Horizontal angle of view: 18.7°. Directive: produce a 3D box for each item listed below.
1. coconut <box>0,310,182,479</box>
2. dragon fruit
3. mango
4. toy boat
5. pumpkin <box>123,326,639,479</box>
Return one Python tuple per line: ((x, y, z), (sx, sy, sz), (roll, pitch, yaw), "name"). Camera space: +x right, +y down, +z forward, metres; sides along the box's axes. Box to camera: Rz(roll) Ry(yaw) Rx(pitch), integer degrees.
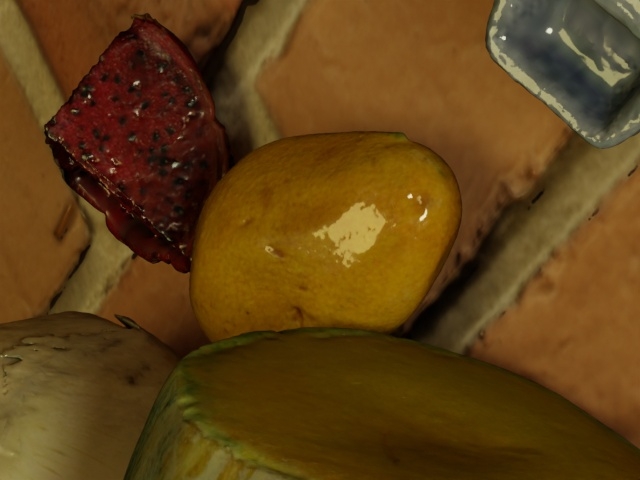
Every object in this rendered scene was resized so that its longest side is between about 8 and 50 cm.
((-0.192, 0.213, 1.303), (0.352, 0.352, 0.353), (5, 96, 50), "coconut")
((-0.109, -0.058, 1.367), (0.161, 0.120, 0.127), (44, 85, 10), "dragon fruit")
((0.000, 0.000, 1.206), (0.227, 0.109, 0.147), (-33, 64, 44), "mango")
((0.184, -0.175, 0.895), (0.127, 0.078, 0.283), (46, 123, 21), "toy boat")
((0.030, 0.168, 1.038), (0.332, 0.332, 0.199), (20, 101, 48), "pumpkin")
